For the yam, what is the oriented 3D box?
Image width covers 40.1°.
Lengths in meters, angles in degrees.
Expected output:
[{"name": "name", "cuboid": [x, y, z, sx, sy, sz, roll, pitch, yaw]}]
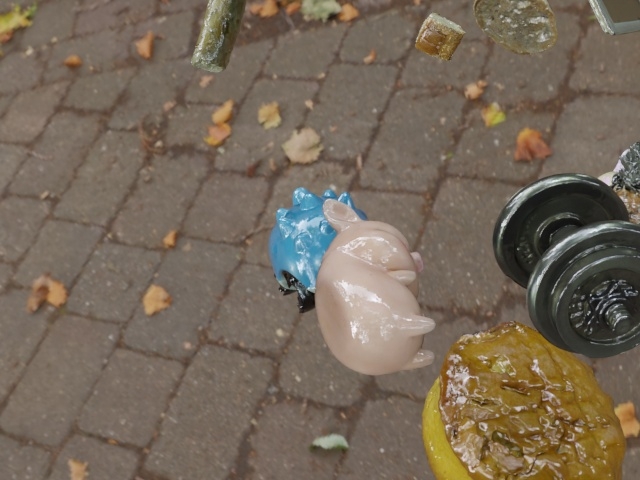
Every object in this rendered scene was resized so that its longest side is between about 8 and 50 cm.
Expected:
[{"name": "yam", "cuboid": [-0.143, -0.430, 1.456, 0.067, 0.071, 0.318, 15, 86, 5]}]

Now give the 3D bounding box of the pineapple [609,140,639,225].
[{"name": "pineapple", "cuboid": [0.605, -0.077, 1.751, 0.157, 0.158, 0.279, 15, 70, 31]}]

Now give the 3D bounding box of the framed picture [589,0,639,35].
[{"name": "framed picture", "cuboid": [0.342, -0.387, 1.128, 0.016, 0.216, 0.273, -27, 87, 36]}]

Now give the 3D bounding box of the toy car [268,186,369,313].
[{"name": "toy car", "cuboid": [0.000, 0.000, 1.529, 0.188, 0.190, 0.255, -21, 16, -8]}]

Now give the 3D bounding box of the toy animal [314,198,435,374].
[{"name": "toy animal", "cuboid": [0.069, 0.073, 1.207, 0.153, 0.167, 0.250, -1, 38, -2]}]

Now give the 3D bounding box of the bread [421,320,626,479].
[{"name": "bread", "cuboid": [0.366, 0.338, 1.598, 0.398, 0.215, 0.398, 14, 50, -17]}]

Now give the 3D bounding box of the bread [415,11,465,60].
[{"name": "bread", "cuboid": [0.232, -0.397, 1.714, 0.083, 0.070, 0.077, 23, 27, -3]}]

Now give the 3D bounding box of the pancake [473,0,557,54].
[{"name": "pancake", "cuboid": [0.325, -0.366, 1.462, 0.151, 0.152, 0.025, 14, 58, 30]}]

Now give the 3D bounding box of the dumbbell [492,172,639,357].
[{"name": "dumbbell", "cuboid": [0.340, 0.027, 1.151, 0.192, 0.192, 0.290, -24, 29, 8]}]

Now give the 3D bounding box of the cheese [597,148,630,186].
[{"name": "cheese", "cuboid": [0.650, -0.117, 1.963, 0.227, 0.064, 0.137, -59, 13, -17]}]
